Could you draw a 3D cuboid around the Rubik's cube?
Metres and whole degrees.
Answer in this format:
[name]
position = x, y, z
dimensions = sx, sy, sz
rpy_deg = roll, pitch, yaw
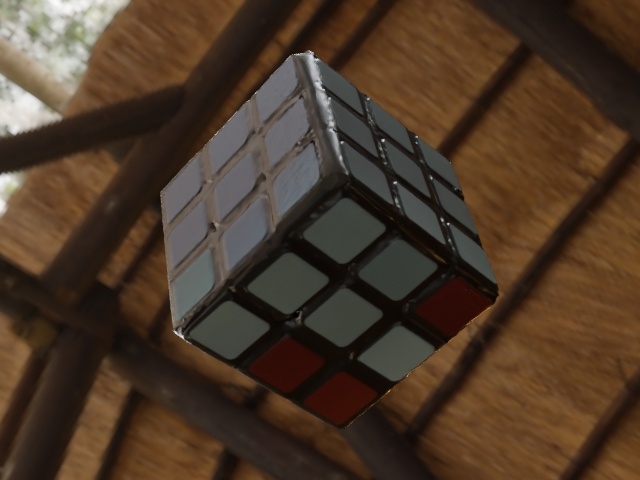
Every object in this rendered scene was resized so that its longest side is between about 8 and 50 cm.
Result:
[Rubik's cube]
position = 0.000, 0.000, 0.900
dimensions = 0.162, 0.163, 0.161
rpy_deg = -41, -146, 21
